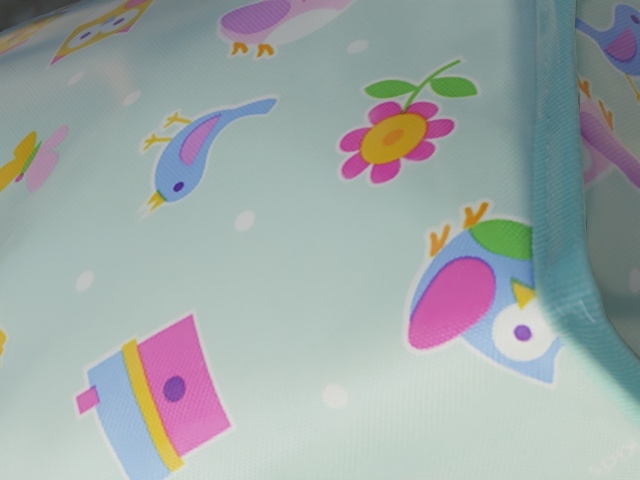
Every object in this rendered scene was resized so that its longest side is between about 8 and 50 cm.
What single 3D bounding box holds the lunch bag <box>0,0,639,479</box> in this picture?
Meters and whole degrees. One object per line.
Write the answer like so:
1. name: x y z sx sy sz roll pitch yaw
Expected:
1. lunch bag: 0.000 0.000 0.483 0.223 0.160 0.262 -24 37 23
